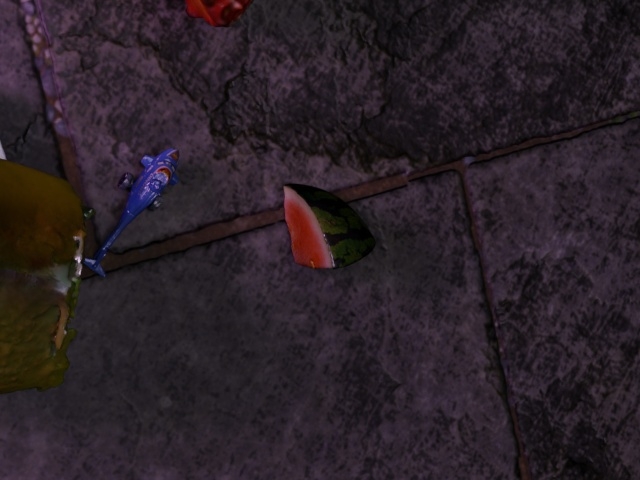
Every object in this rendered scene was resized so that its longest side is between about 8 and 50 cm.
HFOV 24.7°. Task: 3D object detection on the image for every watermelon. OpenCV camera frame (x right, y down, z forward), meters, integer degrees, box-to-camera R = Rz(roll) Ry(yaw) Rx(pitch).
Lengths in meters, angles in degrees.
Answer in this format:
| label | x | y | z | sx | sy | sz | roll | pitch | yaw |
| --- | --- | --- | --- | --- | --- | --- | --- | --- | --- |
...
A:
| label | x | y | z | sx | sy | sz | roll | pitch | yaw |
| --- | --- | --- | --- | --- | --- | --- | --- | --- | --- |
| watermelon | 0.000 | 0.000 | 1.756 | 0.125 | 0.135 | 0.094 | 38 | 113 | -25 |

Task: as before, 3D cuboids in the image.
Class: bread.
| label | x | y | z | sx | sy | sz | roll | pitch | yaw |
| --- | --- | --- | --- | --- | --- | --- | --- | --- | --- |
| bread | -0.410 | 0.022 | 1.445 | 0.377 | 0.208 | 0.251 | 18 | 102 | -37 |

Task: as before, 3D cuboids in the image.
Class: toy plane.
| label | x | y | z | sx | sy | sz | roll | pitch | yaw |
| --- | --- | --- | --- | --- | --- | --- | --- | --- | --- |
| toy plane | -0.212 | -0.037 | 1.667 | 0.054 | 0.062 | 0.167 | 38 | 87 | -22 |

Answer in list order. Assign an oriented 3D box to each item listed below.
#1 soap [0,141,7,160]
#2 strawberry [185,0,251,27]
| label | x | y | z | sx | sy | sz | roll | pitch | yaw |
| --- | --- | --- | --- | --- | --- | --- | --- | --- | --- |
| soap | -0.444 | -0.093 | 1.548 | 0.198 | 0.066 | 0.119 | -21 | 99 | -23 |
| strawberry | -0.128 | -0.402 | 1.586 | 0.149 | 0.265 | 0.336 | -30 | 126 | -20 |
